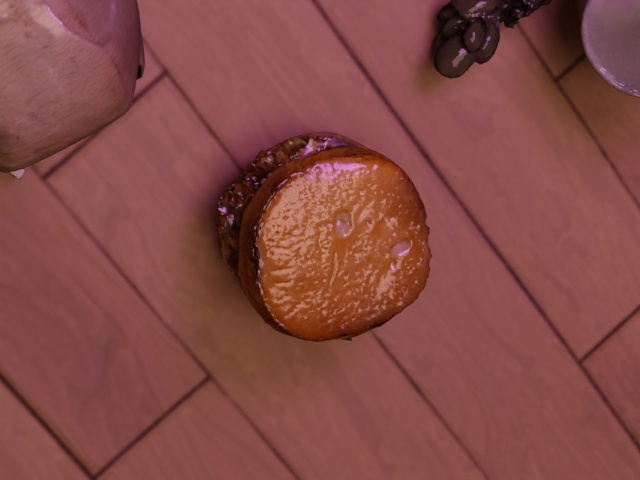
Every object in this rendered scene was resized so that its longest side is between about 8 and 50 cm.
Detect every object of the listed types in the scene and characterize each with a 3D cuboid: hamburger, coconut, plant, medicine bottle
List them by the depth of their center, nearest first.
[{"bbox_3d":[-0.235,-0.164,1.413,0.224,0.224,0.224,-5,104,-20],"label":"coconut"},{"bbox_3d":[-0.006,-0.006,1.582,0.191,0.118,0.182,10,95,-27],"label":"hamburger"},{"bbox_3d":[0.302,-0.216,1.614,0.147,0.143,0.147,3,121,5],"label":"medicine bottle"},{"bbox_3d":[0.161,-0.218,1.624,0.087,0.085,0.174,43,90,0],"label":"plant"}]

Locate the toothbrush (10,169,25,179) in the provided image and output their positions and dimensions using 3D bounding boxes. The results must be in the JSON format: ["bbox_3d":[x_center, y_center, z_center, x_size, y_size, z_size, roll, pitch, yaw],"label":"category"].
[{"bbox_3d":[-0.324,-0.112,1.489,0.194,0.014,0.017,41,86,-24],"label":"toothbrush"}]
